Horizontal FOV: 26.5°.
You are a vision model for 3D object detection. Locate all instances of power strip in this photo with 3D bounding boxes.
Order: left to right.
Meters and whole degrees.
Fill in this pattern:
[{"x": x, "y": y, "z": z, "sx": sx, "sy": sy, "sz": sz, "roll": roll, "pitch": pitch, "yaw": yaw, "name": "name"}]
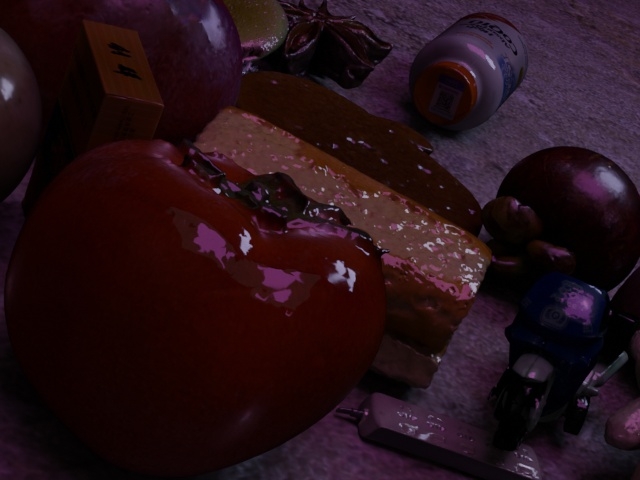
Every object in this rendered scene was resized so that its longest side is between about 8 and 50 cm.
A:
[{"x": 0.134, "y": 0.216, "z": 1.458, "sx": 0.252, "sy": 0.027, "sz": 0.060, "roll": 21, "pitch": 28, "yaw": -14, "name": "power strip"}]

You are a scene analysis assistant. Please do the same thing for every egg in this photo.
[{"x": -0.392, "y": -0.137, "z": 1.375, "sx": 0.218, "sy": 0.218, "sz": 0.295, "roll": 18, "pitch": 22, "yaw": -18, "name": "egg"}]

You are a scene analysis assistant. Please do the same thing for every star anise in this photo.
[{"x": -0.008, "y": -0.302, "z": 2.128, "sx": 0.220, "sy": 0.099, "sz": 0.214, "roll": 33, "pitch": 42, "yaw": 15, "name": "star anise"}]

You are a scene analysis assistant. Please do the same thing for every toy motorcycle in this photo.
[{"x": 0.269, "y": 0.122, "z": 1.534, "sx": 0.125, "sy": 0.196, "sz": 0.331, "roll": 25, "pitch": 16, "yaw": 18, "name": "toy motorcycle"}]

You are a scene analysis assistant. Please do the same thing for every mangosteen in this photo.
[{"x": 0.312, "y": -0.015, "z": 1.834, "sx": 0.257, "sy": 0.215, "sz": 0.215, "roll": -19, "pitch": 51, "yaw": -32, "name": "mangosteen"}]

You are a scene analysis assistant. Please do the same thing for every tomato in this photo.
[{"x": -0.228, "y": -0.231, "z": 1.620, "sx": 0.335, "sy": 0.176, "sz": 0.290, "roll": 35, "pitch": 53, "yaw": -16, "name": "tomato"}, {"x": -0.116, "y": 0.063, "z": 1.247, "sx": 0.341, "sy": 0.273, "sz": 0.341, "roll": 26, "pitch": 14, "yaw": -7, "name": "tomato"}]

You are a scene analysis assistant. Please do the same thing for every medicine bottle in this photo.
[{"x": 0.238, "y": -0.272, "z": 2.227, "sx": 0.157, "sy": 0.157, "sz": 0.289, "roll": 32, "pitch": 28, "yaw": 7, "name": "medicine bottle"}]

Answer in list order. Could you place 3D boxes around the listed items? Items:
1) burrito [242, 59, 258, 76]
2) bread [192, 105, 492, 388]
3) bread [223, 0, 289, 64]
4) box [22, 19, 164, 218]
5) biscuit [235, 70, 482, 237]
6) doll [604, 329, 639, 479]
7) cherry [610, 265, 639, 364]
[{"x": -0.248, "y": -0.246, "z": 1.807, "sx": 0.445, "sy": 0.101, "sz": 0.139, "roll": 5, "pitch": 42, "yaw": -40, "name": "burrito"}, {"x": 0.000, "y": 0.000, "z": 1.554, "sx": 0.375, "sy": 0.165, "sz": 0.236, "roll": 27, "pitch": 25, "yaw": 1, "name": "bread"}, {"x": -0.160, "y": -0.336, "z": 2.030, "sx": 0.228, "sy": 0.033, "sz": 0.228, "roll": 4, "pitch": 45, "yaw": -4, "name": "bread"}, {"x": -0.241, "y": -0.087, "z": 1.406, "sx": 0.070, "sy": 0.237, "sz": 0.152, "roll": 7, "pitch": 34, "yaw": -26, "name": "box"}, {"x": 0.045, "y": -0.098, "z": 1.859, "sx": 0.394, "sy": 0.070, "sz": 0.350, "roll": 40, "pitch": 28, "yaw": 19, "name": "biscuit"}, {"x": 0.426, "y": 0.209, "z": 1.507, "sx": 0.175, "sy": 0.149, "sz": 0.278, "roll": 36, "pitch": 41, "yaw": -14, "name": "doll"}, {"x": 0.524, "y": 0.117, "z": 1.783, "sx": 0.307, "sy": 0.221, "sz": 0.261, "roll": 24, "pitch": 20, "yaw": 33, "name": "cherry"}]
